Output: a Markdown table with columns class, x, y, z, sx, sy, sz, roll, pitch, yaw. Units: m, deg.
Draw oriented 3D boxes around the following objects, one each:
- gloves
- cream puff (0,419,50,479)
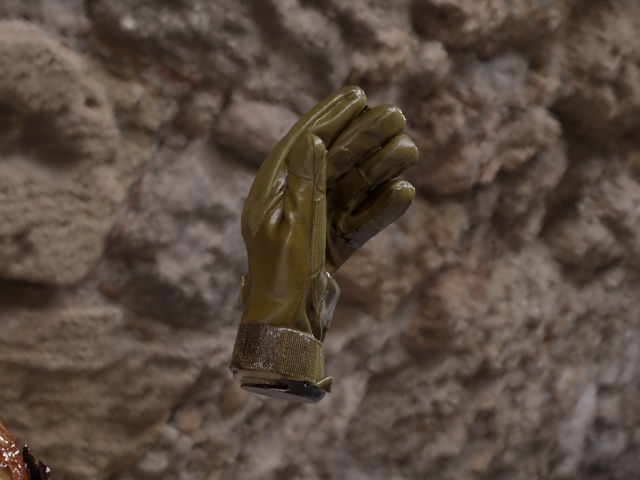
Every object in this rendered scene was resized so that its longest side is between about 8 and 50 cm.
| class | x | y | z | sx | sy | sz | roll | pitch | yaw |
| --- | --- | --- | --- | --- | --- | --- | --- | --- | --- |
| gloves | -0.010 | 0.001 | 1.479 | 0.154 | 0.331 | 0.141 | 18 | -6 | -32 |
| cream puff | -0.456 | 0.290 | 1.438 | 0.350 | 0.350 | 0.228 | 31 | -5 | 10 |
